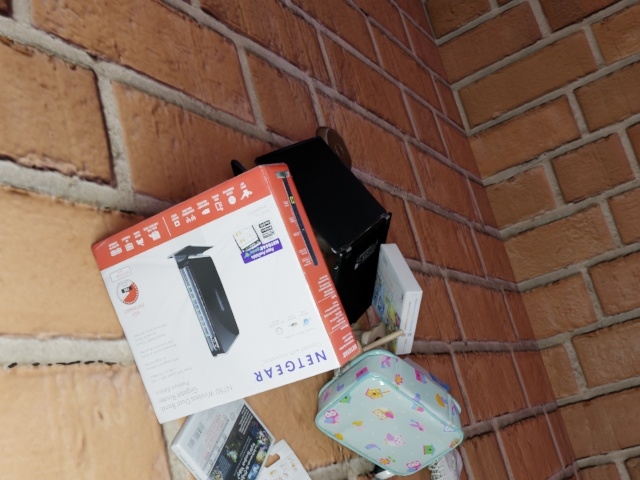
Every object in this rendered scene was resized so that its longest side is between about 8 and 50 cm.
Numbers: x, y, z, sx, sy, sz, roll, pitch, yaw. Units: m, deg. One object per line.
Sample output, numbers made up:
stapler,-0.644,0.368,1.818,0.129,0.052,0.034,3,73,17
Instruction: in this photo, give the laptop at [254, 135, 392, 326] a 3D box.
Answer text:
laptop,0.000,0.000,1.763,0.382,0.236,0.408,-35,139,-63

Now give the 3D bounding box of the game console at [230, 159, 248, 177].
game console,-0.120,0.042,1.406,0.293,0.173,0.250,78,32,-55

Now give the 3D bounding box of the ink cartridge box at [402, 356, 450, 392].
ink cartridge box,0.223,0.368,1.815,0.139,0.082,0.191,34,11,16

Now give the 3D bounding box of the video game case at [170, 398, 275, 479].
video game case,-0.158,0.340,1.254,0.173,0.022,0.190,55,27,-16

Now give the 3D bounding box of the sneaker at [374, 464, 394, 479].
sneaker,0.151,0.463,1.708,0.121,0.079,0.217,66,19,8

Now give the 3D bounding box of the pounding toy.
pounding toy,0.121,0.273,1.672,0.269,0.155,0.154,-14,99,-70

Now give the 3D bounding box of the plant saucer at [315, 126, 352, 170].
plant saucer,0.044,-0.250,2.117,0.168,0.029,0.168,43,36,-42

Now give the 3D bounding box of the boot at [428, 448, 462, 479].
boot,0.291,0.583,1.872,0.123,0.095,0.258,55,19,-12

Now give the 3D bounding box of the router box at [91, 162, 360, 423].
router box,-0.148,0.084,1.124,0.082,0.335,0.301,-19,86,-65

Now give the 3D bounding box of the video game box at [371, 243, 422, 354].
video game box,0.181,0.139,1.802,0.205,0.048,0.187,-112,-155,-54

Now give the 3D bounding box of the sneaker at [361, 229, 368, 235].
sneaker,0.088,-0.073,2.041,0.061,0.054,0.152,-7,69,-54

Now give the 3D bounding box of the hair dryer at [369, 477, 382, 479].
hair dryer,0.158,0.651,1.594,0.293,0.080,0.223,38,54,-37

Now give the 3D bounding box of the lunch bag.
lunch bag,0.134,0.359,1.544,0.279,0.224,0.108,36,32,-16

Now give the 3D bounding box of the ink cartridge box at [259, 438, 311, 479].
ink cartridge box,-0.063,0.465,1.346,0.179,0.045,0.145,53,24,12
